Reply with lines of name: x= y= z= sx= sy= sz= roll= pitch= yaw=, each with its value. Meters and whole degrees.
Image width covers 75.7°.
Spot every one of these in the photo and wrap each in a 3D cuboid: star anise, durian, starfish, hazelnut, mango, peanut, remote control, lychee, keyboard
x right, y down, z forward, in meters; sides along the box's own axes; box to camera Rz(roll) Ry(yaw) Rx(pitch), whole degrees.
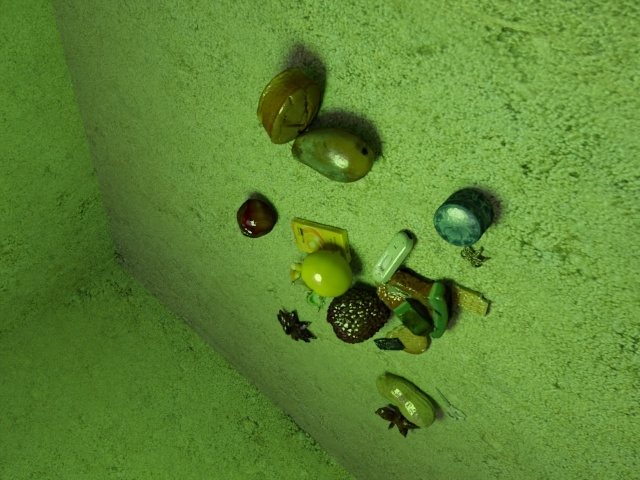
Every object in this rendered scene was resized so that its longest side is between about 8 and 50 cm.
star anise: x=0.392 y=0.878 z=2.038 sx=0.212 sy=0.111 sz=0.196 roll=36 pitch=147 yaw=4
durian: x=-0.016 y=0.259 z=1.934 sx=0.100 sy=0.086 sz=0.215 roll=25 pitch=137 yaw=7
starfish: x=0.486 y=0.052 z=1.300 sx=0.091 sy=0.028 sz=0.078 roll=14 pitch=129 yaw=30
hazelnut: x=-0.285 y=-0.093 z=1.832 sx=0.178 sy=0.178 sz=0.204 roll=42 pitch=147 yaw=9
mango: x=0.030 y=-0.285 z=1.350 sx=0.317 sy=0.146 sz=0.192 roll=19 pitch=155 yaw=35
star anise: x=-0.148 y=0.484 z=2.233 sx=0.272 sy=0.102 sz=0.271 roll=26 pitch=140 yaw=24
peanut: x=0.387 y=0.725 z=1.889 sx=0.306 sy=0.147 sz=0.147 roll=38 pitch=141 yaw=19
remote control: x=0.250 y=0.061 z=1.461 sx=0.221 sy=0.042 sz=0.078 roll=-61 pitch=43 yaw=30
lychee: x=0.150 y=0.303 z=1.688 sx=0.272 sy=0.236 sz=0.235 roll=-21 pitch=108 yaw=19
keyboard: x=0.295 y=0.458 z=1.810 sx=0.060 sy=0.018 sz=0.195 roll=52 pitch=155 yaw=-2

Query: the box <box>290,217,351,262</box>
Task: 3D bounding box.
box: x=0.000 y=0.000 z=1.717 sx=0.270 sy=0.043 sz=0.152 roll=14 pitch=131 yaw=35

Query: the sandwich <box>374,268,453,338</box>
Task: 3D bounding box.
sandwich: x=0.322 y=0.226 z=1.497 sx=0.301 sy=0.162 sz=0.250 roll=30 pitch=144 yaw=26

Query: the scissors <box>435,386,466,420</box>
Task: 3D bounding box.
scissors: x=0.560 y=0.720 z=1.816 sx=0.189 sy=0.015 sz=0.100 roll=54 pitch=141 yaw=-4

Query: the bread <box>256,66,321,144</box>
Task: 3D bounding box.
bread: x=-0.100 y=-0.424 z=1.330 sx=0.142 sy=0.195 sz=0.269 roll=51 pitch=152 yaw=5

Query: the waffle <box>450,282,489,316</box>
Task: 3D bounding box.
waffle: x=0.509 y=0.203 z=1.411 sx=0.135 sy=0.021 sz=0.092 roll=21 pitch=135 yaw=31

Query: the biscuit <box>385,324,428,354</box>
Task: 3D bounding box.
biscuit: x=0.373 y=0.410 z=1.710 sx=0.144 sy=0.033 sz=0.224 roll=47 pitch=147 yaw=3

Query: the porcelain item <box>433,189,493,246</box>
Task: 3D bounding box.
porcelain item: x=0.414 y=-0.062 z=1.201 sx=0.147 sy=0.114 sz=0.147 roll=25 pitch=135 yaw=27

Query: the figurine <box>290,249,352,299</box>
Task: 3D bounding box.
figurine: x=-0.006 y=0.145 z=1.691 sx=0.215 sy=0.187 sz=0.344 roll=20 pitch=162 yaw=-18
